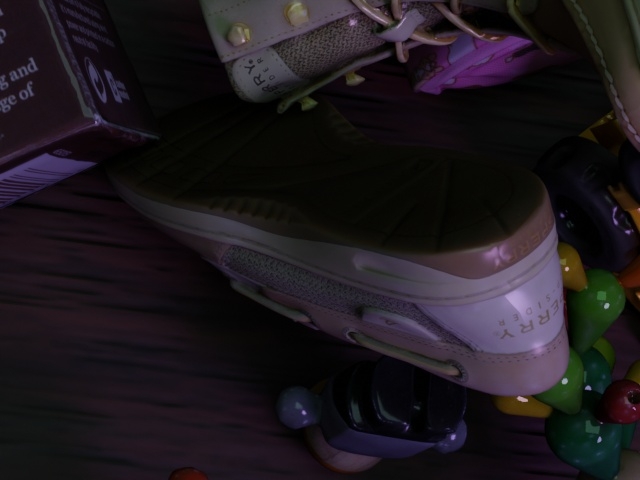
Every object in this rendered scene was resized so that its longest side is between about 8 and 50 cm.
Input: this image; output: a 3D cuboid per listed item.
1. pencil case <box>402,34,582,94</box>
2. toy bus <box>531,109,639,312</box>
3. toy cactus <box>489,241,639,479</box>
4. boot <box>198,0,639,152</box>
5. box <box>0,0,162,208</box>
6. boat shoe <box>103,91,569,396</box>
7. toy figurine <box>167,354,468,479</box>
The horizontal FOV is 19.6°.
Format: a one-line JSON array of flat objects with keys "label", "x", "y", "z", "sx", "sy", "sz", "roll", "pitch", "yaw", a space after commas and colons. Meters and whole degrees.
[{"label": "pencil case", "x": 0.064, "y": -0.268, "z": 1.009, "sx": 0.160, "sy": 0.167, "sz": 0.386, "roll": -17, "pitch": 84, "yaw": -43}, {"label": "toy bus", "x": 0.240, "y": -0.002, "z": 0.977, "sx": 0.149, "sy": 0.220, "sz": 0.211, "roll": -36, "pitch": 96, "yaw": -20}, {"label": "toy cactus", "x": 0.146, "y": 0.089, "z": 0.934, "sx": 0.112, "sy": 0.219, "sz": 0.180, "roll": -21, "pitch": 85, "yaw": 1}, {"label": "boot", "x": 0.054, "y": -0.105, "z": 0.843, "sx": 0.203, "sy": 0.095, "sz": 0.262, "roll": -28, "pitch": 52, "yaw": 12}, {"label": "box", "x": -0.245, "y": -0.184, "z": 0.889, "sx": 0.191, "sy": 0.143, "sz": 0.381, "roll": -23, "pitch": 88, "yaw": 6}, {"label": "boat shoe", "x": 0.000, "y": 0.000, "z": 0.894, "sx": 0.109, "sy": 0.302, "sz": 0.098, "roll": -35, "pitch": 122, "yaw": -28}, {"label": "toy figurine", "x": 0.015, "y": 0.179, "z": 0.920, "sx": 0.209, "sy": 0.148, "sz": 0.213, "roll": -39, "pitch": 89, "yaw": -25}]
